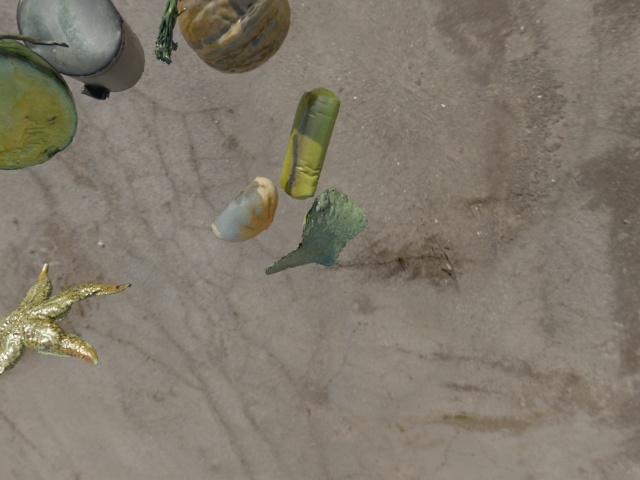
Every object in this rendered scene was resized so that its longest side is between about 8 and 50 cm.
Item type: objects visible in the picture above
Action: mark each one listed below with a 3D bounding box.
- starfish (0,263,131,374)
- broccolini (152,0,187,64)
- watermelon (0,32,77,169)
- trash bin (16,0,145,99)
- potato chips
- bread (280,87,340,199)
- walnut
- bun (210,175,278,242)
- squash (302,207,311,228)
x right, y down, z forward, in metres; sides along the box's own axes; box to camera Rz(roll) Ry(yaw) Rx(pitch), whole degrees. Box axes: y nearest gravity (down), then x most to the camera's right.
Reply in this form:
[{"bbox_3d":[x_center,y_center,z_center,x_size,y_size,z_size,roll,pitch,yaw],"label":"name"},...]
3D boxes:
[{"bbox_3d":[-0.580,0.189,0.835,0.347,0.357,0.078,6,140,14],"label":"starfish"},{"bbox_3d":[-0.327,-0.534,0.941,0.062,0.123,0.271,6,106,-36],"label":"broccolini"},{"bbox_3d":[-0.463,-0.211,0.588,0.127,0.204,0.232,67,148,26],"label":"watermelon"},{"bbox_3d":[-0.556,-0.484,1.023,0.203,0.301,0.252,20,97,-16],"label":"trash bin"},{"bbox_3d":[-0.007,-0.003,0.801,0.059,0.167,0.228,31,79,35],"label":"potato chips"},{"bbox_3d":[-0.052,-0.331,1.437,0.166,0.112,0.383,32,111,45],"label":"bread"},{"bbox_3d":[-0.245,-0.650,1.208,0.333,0.333,0.332,4,111,10],"label":"walnut"},{"bbox_3d":[-0.261,-0.098,1.585,0.165,0.299,0.299,42,112,-9],"label":"bun"},{"bbox_3d":[-0.016,-0.066,1.800,0.123,0.123,0.186,9,136,8],"label":"squash"}]
